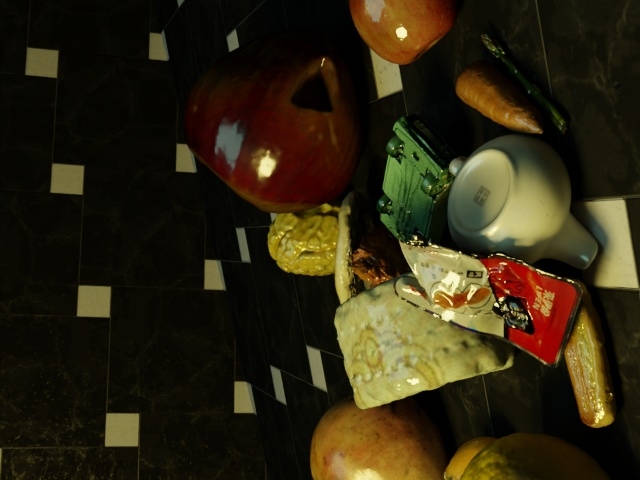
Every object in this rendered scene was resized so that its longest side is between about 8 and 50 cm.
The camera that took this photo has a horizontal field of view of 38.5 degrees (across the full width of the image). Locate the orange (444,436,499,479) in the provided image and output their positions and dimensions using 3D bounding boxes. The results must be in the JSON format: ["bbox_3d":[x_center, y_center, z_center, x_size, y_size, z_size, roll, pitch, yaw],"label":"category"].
[{"bbox_3d":[0.286,0.420,1.597,0.156,0.134,0.156,171,90,-84],"label":"orange"}]

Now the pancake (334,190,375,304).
[{"bbox_3d":[0.079,0.028,1.904,0.282,0.049,0.282,0,-90,-71],"label":"pancake"}]

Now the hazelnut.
[{"bbox_3d":[-0.084,-0.241,1.962,0.429,0.402,0.402,-154,55,-70],"label":"hazelnut"}]

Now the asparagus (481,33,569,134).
[{"bbox_3d":[0.297,-0.235,1.340,0.023,0.022,0.233,32,-158,-48],"label":"asparagus"}]

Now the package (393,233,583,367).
[{"bbox_3d":[0.229,0.075,1.310,0.194,0.269,0.071,82,-151,-55],"label":"package"}]

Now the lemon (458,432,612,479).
[{"bbox_3d":[0.319,0.411,1.324,0.267,0.267,0.267,168,90,-72],"label":"lemon"}]

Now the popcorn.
[{"bbox_3d":[0.000,0.000,2.106,0.200,0.226,0.203,58,-163,23],"label":"popcorn"}]

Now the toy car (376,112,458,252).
[{"bbox_3d":[0.175,-0.091,1.634,0.141,0.097,0.321,51,159,24],"label":"toy car"}]

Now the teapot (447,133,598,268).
[{"bbox_3d":[0.276,-0.058,1.340,0.204,0.139,0.298,-61,33,23],"label":"teapot"}]

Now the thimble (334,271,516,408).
[{"bbox_3d":[0.171,0.153,1.525,0.291,0.291,0.195,135,122,-68],"label":"thimble"}]

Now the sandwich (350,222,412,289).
[{"bbox_3d":[0.126,0.044,1.800,0.185,0.160,0.109,-114,30,-44],"label":"sandwich"}]

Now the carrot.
[{"bbox_3d":[0.273,-0.203,1.347,0.205,0.072,0.072,-127,31,-54],"label":"carrot"}]

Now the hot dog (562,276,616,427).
[{"bbox_3d":[0.379,0.155,1.294,0.066,0.047,0.216,-24,77,57],"label":"hot dog"}]

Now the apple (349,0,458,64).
[{"bbox_3d":[0.138,-0.388,1.487,0.168,0.181,0.181,54,160,1],"label":"apple"}]

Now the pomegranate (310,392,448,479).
[{"bbox_3d":[0.122,0.455,1.872,0.322,0.322,0.322,168,90,-72],"label":"pomegranate"}]
